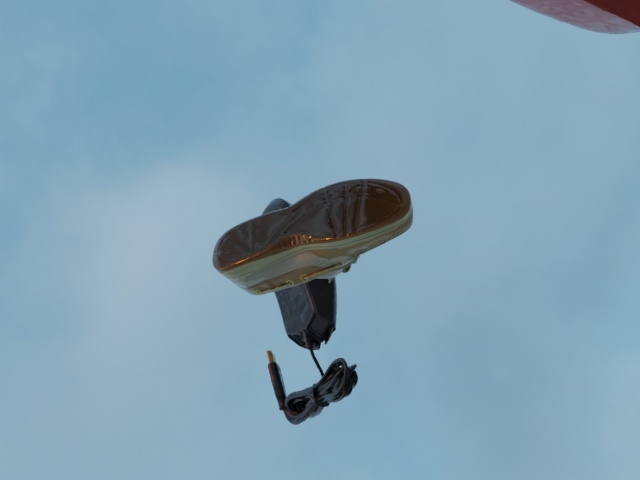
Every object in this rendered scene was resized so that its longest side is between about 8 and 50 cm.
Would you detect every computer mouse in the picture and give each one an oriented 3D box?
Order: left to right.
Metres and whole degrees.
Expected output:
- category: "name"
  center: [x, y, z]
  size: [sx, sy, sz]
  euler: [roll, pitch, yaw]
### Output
- category: "computer mouse"
  center: [-0.022, 0.089, 1.517]
  size: [0.060, 0.262, 0.184]
  euler: [-7, -25, -30]

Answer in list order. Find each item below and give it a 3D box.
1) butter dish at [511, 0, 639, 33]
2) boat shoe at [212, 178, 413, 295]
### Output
- category: "butter dish"
  center: [0.086, -0.142, 0.452]
  size: [0.160, 0.118, 0.160]
  euler: [21, -108, -17]
- category: "boat shoe"
  center: [0.000, 0.000, 0.788]
  size: [0.135, 0.050, 0.045]
  euler: [-15, -43, 23]
